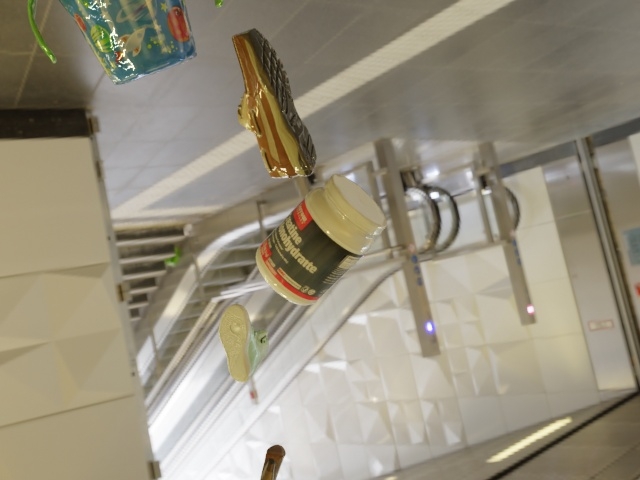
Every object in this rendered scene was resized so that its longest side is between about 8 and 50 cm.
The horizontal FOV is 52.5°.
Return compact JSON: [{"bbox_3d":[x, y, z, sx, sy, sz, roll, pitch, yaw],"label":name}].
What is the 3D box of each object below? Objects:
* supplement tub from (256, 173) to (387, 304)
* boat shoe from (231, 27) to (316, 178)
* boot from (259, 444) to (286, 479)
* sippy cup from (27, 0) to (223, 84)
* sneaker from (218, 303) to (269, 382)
[{"bbox_3d":[0.000,0.000,1.492,0.272,0.191,0.191,-46,160,21],"label":"supplement tub"},{"bbox_3d":[-0.118,-0.270,1.354,0.120,0.323,0.122,-14,-159,21],"label":"boat shoe"},{"bbox_3d":[-0.109,0.501,1.398,0.042,0.086,0.118,15,-174,8],"label":"boot"},{"bbox_3d":[-0.340,-0.411,1.172,0.306,0.224,0.240,-14,-163,18],"label":"sippy cup"},{"bbox_3d":[-0.215,0.268,1.888,0.094,0.255,0.151,10,-150,21],"label":"sneaker"}]
